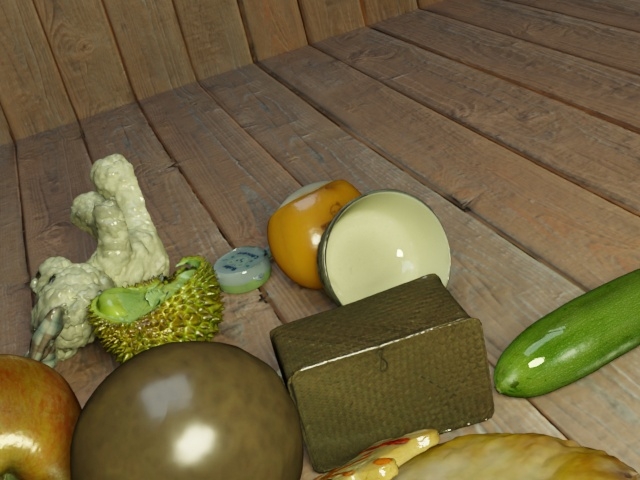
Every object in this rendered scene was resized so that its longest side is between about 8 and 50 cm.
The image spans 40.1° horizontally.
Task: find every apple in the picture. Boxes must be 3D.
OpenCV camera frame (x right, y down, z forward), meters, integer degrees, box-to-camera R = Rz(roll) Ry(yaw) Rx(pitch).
[{"bbox_3d":[-0.443,0.297,1.216,0.265,0.264,0.264,-12,27,6],"label":"apple"}]

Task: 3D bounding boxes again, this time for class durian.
[{"bbox_3d":[-0.274,0.134,1.534,0.237,0.176,0.200,-33,41,-22],"label":"durian"}]

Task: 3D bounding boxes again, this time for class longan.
[{"bbox_3d":[-0.168,0.267,1.104,0.298,0.297,0.297,-12,27,6],"label":"longan"}]

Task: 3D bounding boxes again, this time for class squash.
[{"bbox_3d":[0.421,0.120,1.286,0.395,0.107,0.107,-23,28,-18],"label":"squash"}]

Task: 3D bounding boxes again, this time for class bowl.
[{"bbox_3d":[0.093,0.036,1.508,0.238,0.237,0.126,-26,5,-22],"label":"bowl"}]

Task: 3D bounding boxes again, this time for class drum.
[{"bbox_3d":[-0.100,0.031,1.782,0.253,0.049,0.130,-27,29,-22],"label":"drum"}]

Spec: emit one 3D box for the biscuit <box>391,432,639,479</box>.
[{"bbox_3d":[0.146,0.353,0.945,0.446,0.103,0.429,-28,15,-28],"label":"biscuit"}]

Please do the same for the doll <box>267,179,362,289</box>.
[{"bbox_3d":[0.000,0.000,1.671,0.214,0.213,0.236,-24,-10,-18],"label":"doll"}]

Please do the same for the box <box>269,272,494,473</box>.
[{"bbox_3d":[0.087,0.184,1.241,0.274,0.184,0.143,-18,28,-5],"label":"box"}]

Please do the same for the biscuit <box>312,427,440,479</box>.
[{"bbox_3d":[0.046,0.288,1.083,0.234,0.030,0.153,-19,-10,-44],"label":"biscuit"}]

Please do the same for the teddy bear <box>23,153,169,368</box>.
[{"bbox_3d":[-0.481,0.044,1.675,0.362,0.375,0.327,-17,-23,-45],"label":"teddy bear"}]

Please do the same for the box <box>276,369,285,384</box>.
[{"bbox_3d":[0.005,0.186,1.456,0.090,0.024,0.167,3,32,33],"label":"box"}]
